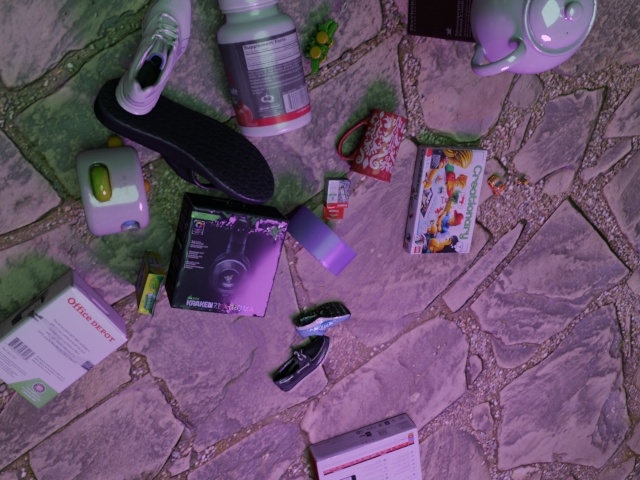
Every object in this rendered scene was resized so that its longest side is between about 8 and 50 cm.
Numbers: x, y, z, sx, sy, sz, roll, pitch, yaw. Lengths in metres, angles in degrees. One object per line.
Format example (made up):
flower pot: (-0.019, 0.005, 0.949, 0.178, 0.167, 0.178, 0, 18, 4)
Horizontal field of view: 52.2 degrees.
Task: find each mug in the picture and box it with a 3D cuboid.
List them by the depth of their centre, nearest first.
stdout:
mug: (0.137, -0.248, 1.673, 0.150, 0.113, 0.169, 14, 101, -26)

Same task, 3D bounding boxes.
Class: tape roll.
tape roll: (0.000, 0.000, 1.669, 0.080, 0.189, 0.189, -47, 118, 2)

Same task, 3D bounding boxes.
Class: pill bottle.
pill bottle: (-0.132, -0.409, 1.474, 0.177, 0.176, 0.318, -17, 114, -13)

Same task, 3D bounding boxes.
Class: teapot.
teapot: (0.418, -0.427, 1.233, 0.253, 0.187, 0.255, 4, 109, -18)

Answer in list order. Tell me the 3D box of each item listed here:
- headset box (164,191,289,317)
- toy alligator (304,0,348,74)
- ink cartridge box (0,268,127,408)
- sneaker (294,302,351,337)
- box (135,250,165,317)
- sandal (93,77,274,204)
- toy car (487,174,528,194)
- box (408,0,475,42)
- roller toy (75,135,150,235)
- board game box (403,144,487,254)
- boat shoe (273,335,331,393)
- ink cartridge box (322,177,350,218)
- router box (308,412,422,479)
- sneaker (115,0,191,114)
headset box: (-0.233, 0.028, 1.627, 0.247, 0.131, 0.282, 10, 105, -24)
toy alligator: (0.005, -0.492, 1.567, 0.051, 0.056, 0.189, 28, 101, 14)
ink cartridge box: (-0.634, 0.234, 1.566, 0.273, 0.115, 0.198, -38, 118, -3)
sneaker: (0.008, 0.228, 1.840, 0.162, 0.063, 0.073, -16, 129, -7)
box: (-0.409, 0.104, 1.564, 0.043, 0.179, 0.105, 13, 104, -24)
sandal: (-0.307, -0.218, 1.517, 0.446, 0.167, 0.107, 30, 142, -16)
toy car: (0.546, -0.171, 1.888, 0.122, 0.040, 0.060, -23, 116, -10)
box: (0.339, -0.553, 1.478, 0.143, 0.381, 0.191, -6, 111, -15)
roller toy: (-0.456, -0.114, 1.460, 0.146, 0.209, 0.191, -10, 128, -17)
board game box: (0.347, -0.112, 1.830, 0.193, 0.053, 0.305, -2, 110, -20)
boat shoe: (-0.052, 0.343, 1.844, 0.065, 0.075, 0.206, 37, 99, -30)
ink cartridge box: (0.042, -0.108, 1.733, 0.063, 0.029, 0.115, -2, 110, -20)
router box: (0.149, 0.735, 2.059, 0.336, 0.082, 0.300, -14, 114, -15)
sneaker: (-0.338, -0.412, 1.399, 0.111, 0.129, 0.296, 21, 77, -25)
